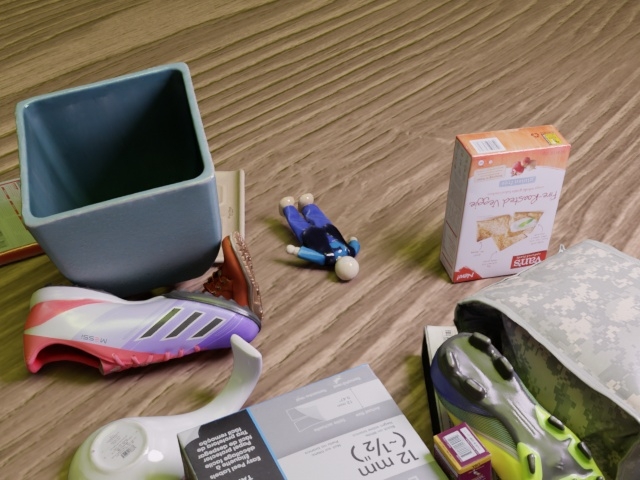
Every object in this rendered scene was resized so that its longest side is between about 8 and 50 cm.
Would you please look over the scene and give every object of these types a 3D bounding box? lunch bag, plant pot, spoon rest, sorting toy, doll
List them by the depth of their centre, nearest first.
[{"bbox_3d":[0.330,0.130,1.126,0.235,0.169,0.287,-22,47,-28],"label":"lunch bag"},{"bbox_3d":[-0.183,0.234,1.159,0.276,0.084,0.137,-38,49,-24],"label":"spoon rest"},{"bbox_3d":[-0.265,-0.057,1.338,0.247,0.252,0.247,-15,50,-5],"label":"plant pot"},{"bbox_3d":[0.000,0.000,1.491,0.129,0.046,0.189,-11,44,-32],"label":"doll"},{"bbox_3d":[-0.225,-0.036,1.515,0.208,0.038,0.193,-3,50,-1],"label":"sorting toy"}]

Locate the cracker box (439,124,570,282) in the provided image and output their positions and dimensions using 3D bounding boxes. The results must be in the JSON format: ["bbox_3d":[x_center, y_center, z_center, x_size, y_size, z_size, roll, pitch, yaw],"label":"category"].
[{"bbox_3d":[0.273,-0.052,1.418,0.155,0.232,0.067,-8,39,-13],"label":"cracker box"}]

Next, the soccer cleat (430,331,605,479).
[{"bbox_3d":[0.222,0.231,1.048,0.093,0.121,0.289,-27,64,-15],"label":"soccer cleat"}]

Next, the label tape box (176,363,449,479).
[{"bbox_3d":[0.021,0.314,1.008,0.249,0.115,0.348,-17,39,-19],"label":"label tape box"}]

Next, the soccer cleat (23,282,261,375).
[{"bbox_3d":[-0.241,0.133,1.274,0.318,0.109,0.117,4,58,-1],"label":"soccer cleat"}]

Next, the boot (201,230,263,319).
[{"bbox_3d":[-0.131,0.057,1.320,0.084,0.158,0.059,-8,39,-1],"label":"boot"}]

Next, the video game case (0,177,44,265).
[{"bbox_3d":[-0.435,-0.057,1.567,0.285,0.025,0.204,-18,41,-25],"label":"video game case"}]

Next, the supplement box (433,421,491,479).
[{"bbox_3d":[0.155,0.250,1.027,0.043,0.083,0.055,-21,40,-17],"label":"supplement box"}]

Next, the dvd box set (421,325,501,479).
[{"bbox_3d":[0.350,0.227,1.188,0.420,0.062,0.308,0,37,-2],"label":"dvd box set"}]
